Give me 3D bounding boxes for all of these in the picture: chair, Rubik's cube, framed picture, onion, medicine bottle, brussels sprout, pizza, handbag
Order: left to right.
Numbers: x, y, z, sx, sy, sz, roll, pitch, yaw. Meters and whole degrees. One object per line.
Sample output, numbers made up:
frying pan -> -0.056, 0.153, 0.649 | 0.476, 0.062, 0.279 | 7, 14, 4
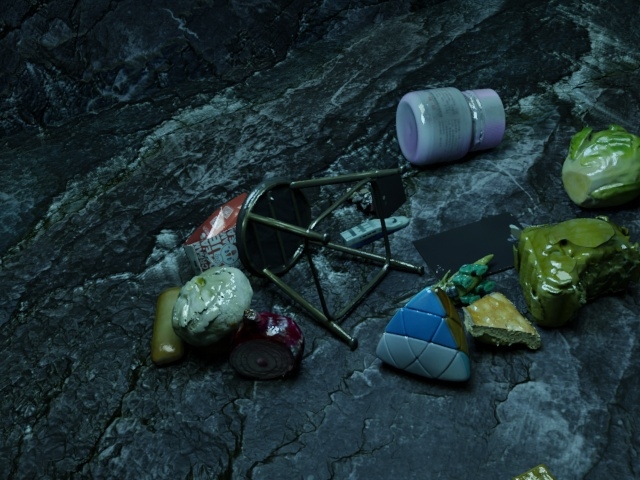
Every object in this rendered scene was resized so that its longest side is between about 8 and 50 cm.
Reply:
handbag -> -0.291, -0.004, 2.204 | 0.298, 0.171, 0.151 | -32, 42, -28
onion -> -0.146, 0.238, 1.796 | 0.195, 0.218, 0.140 | -7, 37, 23
chair -> 0.000, 0.000, 1.976 | 0.410, 0.365, 0.362 | 16, 44, 38
Rubik's cube -> 0.250, 0.227, 1.781 | 0.254, 0.255, 0.254 | -7, 36, 5
medicine bottle -> 0.449, -0.405, 2.466 | 0.324, 0.256, 0.256 | -11, 36, -12
framed picture -> 0.465, 0.023, 2.095 | 0.323, 0.013, 0.244 | -16, 37, -7
pizza -> 0.437, 0.207, 1.811 | 0.188, 0.081, 0.204 | 8, 28, -13
brussels sprout -> 0.874, -0.232, 2.154 | 0.294, 0.227, 0.259 | -34, 27, -16

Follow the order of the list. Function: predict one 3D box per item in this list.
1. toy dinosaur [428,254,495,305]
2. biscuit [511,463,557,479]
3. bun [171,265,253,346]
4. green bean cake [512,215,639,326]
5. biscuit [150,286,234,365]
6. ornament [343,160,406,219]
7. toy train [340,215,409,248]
toy dinosaur -> 0.406, 0.104, 1.926 | 0.259, 0.094, 0.153 | -31, 16, -24
biscuit -> 0.447, 0.503, 1.453 | 0.081, 0.018, 0.083 | -21, 37, -12
bun -> -0.299, 0.166, 1.873 | 0.239, 0.141, 0.239 | -28, 27, 16
green bean cake -> 0.671, 0.065, 1.826 | 0.309, 0.202, 0.285 | -9, 38, 4
biscuit -> -0.359, 0.223, 2.010 | 0.236, 0.062, 0.291 | -9, 38, 2
ornament -> 0.147, -0.164, 2.337 | 0.196, 0.153, 0.166 | 11, 40, 42
toy train -> 0.175, -0.037, 2.220 | 0.233, 0.051, 0.052 | -23, 42, -16
